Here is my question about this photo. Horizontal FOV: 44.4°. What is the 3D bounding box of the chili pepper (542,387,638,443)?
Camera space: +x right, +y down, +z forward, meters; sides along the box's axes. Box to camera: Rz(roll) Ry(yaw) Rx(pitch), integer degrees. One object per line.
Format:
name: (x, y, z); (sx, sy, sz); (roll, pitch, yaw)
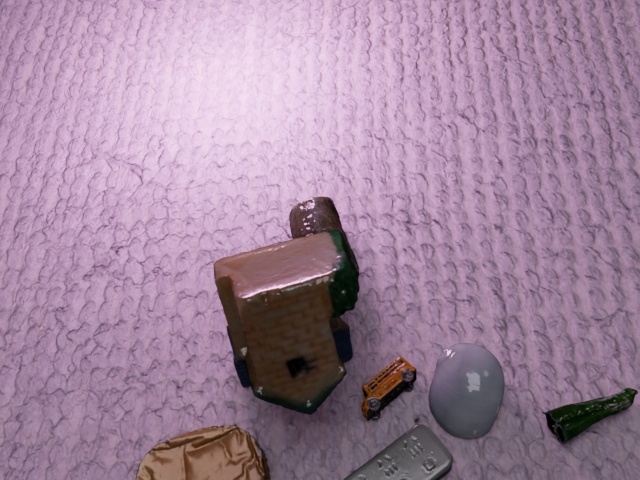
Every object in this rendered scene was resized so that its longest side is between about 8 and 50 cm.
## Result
chili pepper: (0.628, 0.384, 1.791); (0.226, 0.059, 0.088); (-21, 43, -11)

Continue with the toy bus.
toy bus: (0.154, 0.352, 1.861); (0.162, 0.070, 0.074); (-36, 59, -18)

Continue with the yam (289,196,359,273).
yam: (0.000, 0.000, 2.073); (0.154, 0.154, 0.254); (-15, 59, -3)

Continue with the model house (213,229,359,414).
model house: (-0.053, 0.206, 1.809); (0.334, 0.343, 0.382); (-14, 15, -5)

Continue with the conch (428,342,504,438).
conch: (0.336, 0.345, 1.829); (0.185, 0.121, 0.221); (-20, 56, 30)

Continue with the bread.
bread: (-0.257, 0.534, 1.744); (0.288, 0.156, 0.204); (-23, 65, -11)

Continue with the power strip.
power strip: (0.185, 0.551, 1.731); (0.265, 0.059, 0.193); (-33, 59, -16)
